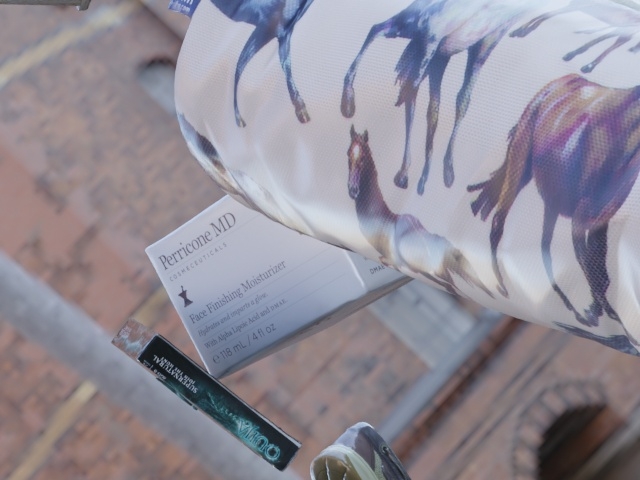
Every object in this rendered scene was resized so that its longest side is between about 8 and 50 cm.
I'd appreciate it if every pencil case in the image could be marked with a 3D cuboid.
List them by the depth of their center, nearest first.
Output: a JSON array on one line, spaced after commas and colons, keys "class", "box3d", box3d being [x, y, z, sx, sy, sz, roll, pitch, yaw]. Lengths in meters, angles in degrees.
[{"class": "pencil case", "box3d": [0.089, -0.061, 0.905, 0.160, 0.410, 0.183, -6, -73, -34]}]

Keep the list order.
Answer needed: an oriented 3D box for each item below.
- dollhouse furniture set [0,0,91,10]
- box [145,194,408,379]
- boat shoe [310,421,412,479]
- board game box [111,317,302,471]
[{"class": "dollhouse furniture set", "box3d": [-0.293, -0.319, 1.628, 0.161, 0.242, 0.212, -3, -39, -32]}, {"class": "box", "box3d": [0.000, 0.000, 1.457, 0.181, 0.119, 0.182, -32, -6, 39]}, {"class": "boat shoe", "box3d": [0.078, 0.253, 1.642, 0.080, 0.223, 0.073, -14, 25, 51]}, {"class": "board game box", "box3d": [-0.084, 0.106, 1.343, 0.026, 0.126, 0.186, -52, 9, -6]}]
